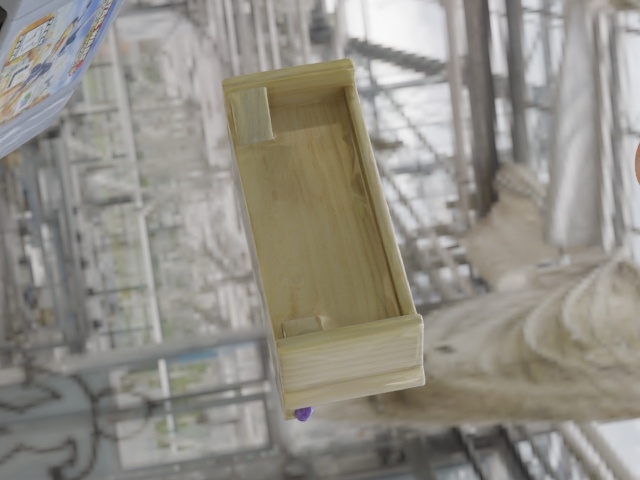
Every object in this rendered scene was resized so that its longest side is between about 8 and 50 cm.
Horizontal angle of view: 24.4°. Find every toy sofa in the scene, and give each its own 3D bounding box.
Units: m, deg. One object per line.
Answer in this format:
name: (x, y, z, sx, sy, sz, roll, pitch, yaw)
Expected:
toy sofa: (0.000, 0.000, 1.564, 0.177, 0.150, 0.363, 86, -8, -56)

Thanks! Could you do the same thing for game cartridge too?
game cartridge: (-0.244, -0.170, 1.243, 0.062, 0.198, 0.297, 43, -49, 8)

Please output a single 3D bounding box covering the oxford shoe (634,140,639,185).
oxford shoe: (0.536, -0.157, 1.720, 0.130, 0.363, 0.132, 57, -19, -24)
